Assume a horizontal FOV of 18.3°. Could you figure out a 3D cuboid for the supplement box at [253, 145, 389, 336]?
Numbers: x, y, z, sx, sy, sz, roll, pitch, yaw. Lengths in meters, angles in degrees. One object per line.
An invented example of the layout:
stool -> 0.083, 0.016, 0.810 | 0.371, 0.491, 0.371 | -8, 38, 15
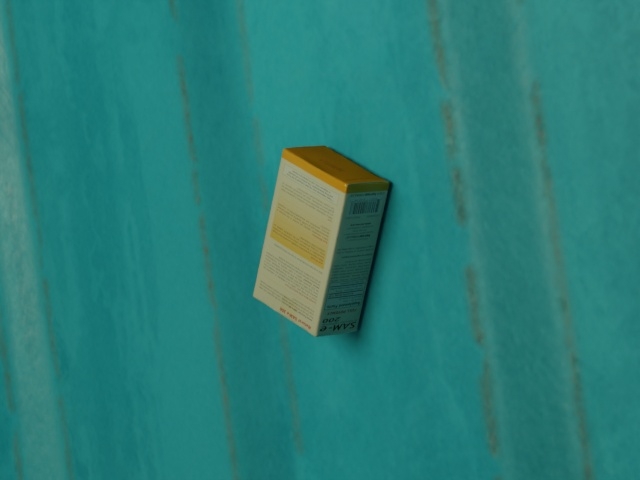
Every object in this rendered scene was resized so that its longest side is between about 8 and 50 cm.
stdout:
supplement box -> 0.000, 0.000, 1.182 | 0.062, 0.036, 0.098 | 32, 118, 42
